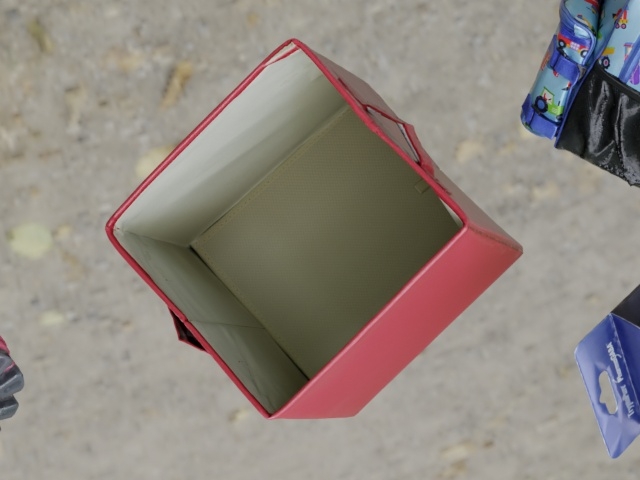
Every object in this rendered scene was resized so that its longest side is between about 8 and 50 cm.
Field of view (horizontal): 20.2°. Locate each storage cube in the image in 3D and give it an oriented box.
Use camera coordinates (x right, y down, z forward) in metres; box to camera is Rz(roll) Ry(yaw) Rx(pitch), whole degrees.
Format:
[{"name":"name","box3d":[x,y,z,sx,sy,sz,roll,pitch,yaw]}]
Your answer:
[{"name":"storage cube","box3d":[0.000,0.000,1.267,0.215,0.183,0.193,-45,164,9]}]

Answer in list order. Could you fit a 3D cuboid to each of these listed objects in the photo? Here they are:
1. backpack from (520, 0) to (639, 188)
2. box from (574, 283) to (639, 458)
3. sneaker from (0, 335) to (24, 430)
[{"name":"backpack","box3d":[0.211,-0.140,1.107,0.117,0.158,0.173,25,137,8]},{"name":"box","box3d":[0.279,0.052,1.291,0.225,0.036,0.136,-42,135,-18]},{"name":"sneaker","box3d":[-0.255,0.094,0.792,0.299,0.112,0.121,-38,156,18]}]
